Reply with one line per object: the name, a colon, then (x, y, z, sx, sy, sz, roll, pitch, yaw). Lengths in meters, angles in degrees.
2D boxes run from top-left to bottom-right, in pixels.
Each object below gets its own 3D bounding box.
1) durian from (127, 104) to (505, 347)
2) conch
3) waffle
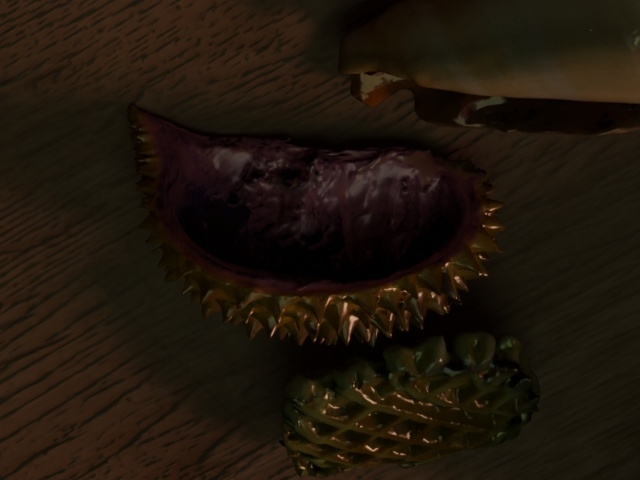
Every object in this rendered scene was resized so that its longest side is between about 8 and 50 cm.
durian: (0.000, 0.015, 1.233, 0.260, 0.154, 0.186, 0, 155, 1)
conch: (0.141, -0.146, 1.125, 0.255, 0.127, 0.158, 4, 164, 16)
waffle: (0.069, 0.129, 1.339, 0.208, 0.054, 0.214, -8, 153, -2)
